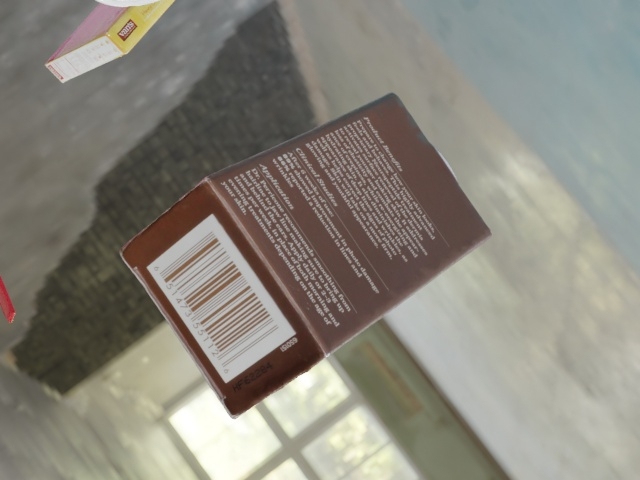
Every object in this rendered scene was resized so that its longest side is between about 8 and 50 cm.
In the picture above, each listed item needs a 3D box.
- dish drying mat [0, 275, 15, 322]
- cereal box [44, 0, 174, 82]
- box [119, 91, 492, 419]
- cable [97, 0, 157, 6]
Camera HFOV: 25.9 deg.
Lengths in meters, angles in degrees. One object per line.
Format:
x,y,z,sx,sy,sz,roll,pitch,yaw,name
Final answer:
-0.403,0.061,1.748,0.083,0.008,0.032,64,147,20,dish drying mat
-0.302,-0.326,2.069,0.047,0.173,0.240,46,155,-20,cereal box
0.000,0.000,1.351,0.191,0.143,0.381,56,-145,3,box
-0.128,-0.306,1.175,0.089,0.257,0.257,48,137,9,cable
